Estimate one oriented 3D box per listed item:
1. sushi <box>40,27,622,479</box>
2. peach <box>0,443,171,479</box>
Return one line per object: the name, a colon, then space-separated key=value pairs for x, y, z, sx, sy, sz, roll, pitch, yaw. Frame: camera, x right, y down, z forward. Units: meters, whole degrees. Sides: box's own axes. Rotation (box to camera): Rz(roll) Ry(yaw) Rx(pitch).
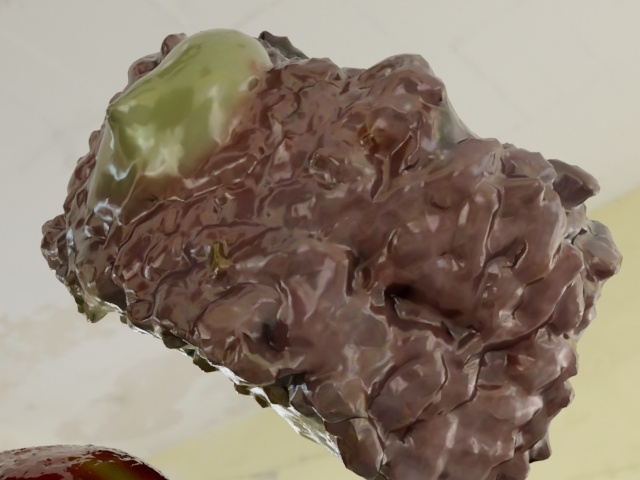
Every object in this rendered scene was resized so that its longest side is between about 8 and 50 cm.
sushi: x=0.000 y=0.000 z=0.704 sx=0.236 sy=0.171 sz=0.270 roll=34 pitch=-3 yaw=-24
peach: x=-0.119 y=0.152 z=0.698 sx=0.172 sy=0.127 sz=0.092 roll=-17 pitch=12 yaw=34
